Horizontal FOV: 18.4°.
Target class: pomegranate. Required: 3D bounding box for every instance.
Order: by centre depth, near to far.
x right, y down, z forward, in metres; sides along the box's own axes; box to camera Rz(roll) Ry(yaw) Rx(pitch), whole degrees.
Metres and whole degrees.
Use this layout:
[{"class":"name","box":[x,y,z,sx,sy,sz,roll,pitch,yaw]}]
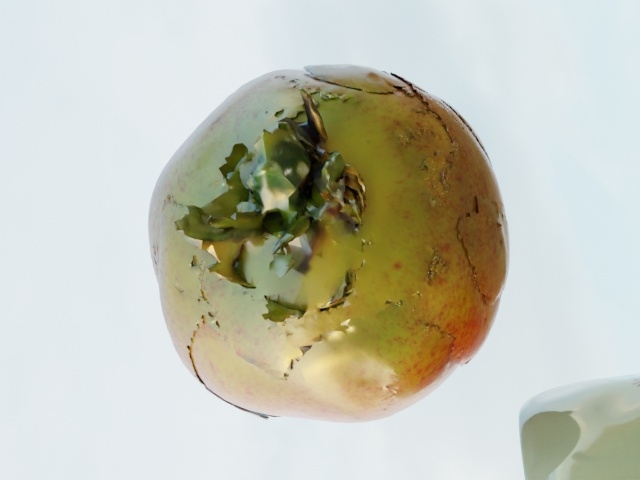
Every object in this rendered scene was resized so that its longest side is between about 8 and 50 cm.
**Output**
[{"class":"pomegranate","box":[0.000,0.000,1.094,0.235,0.210,0.210,39,-134,-68]}]

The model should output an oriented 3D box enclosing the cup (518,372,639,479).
[{"class":"cup","box":[0.237,0.180,1.148,0.173,0.202,0.255,-91,-13,-48]}]
